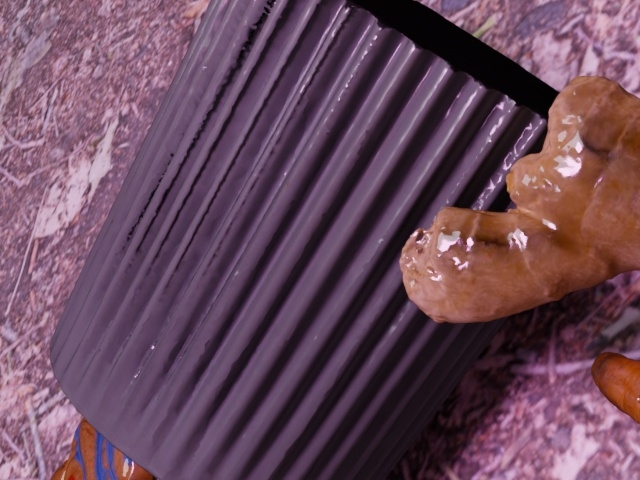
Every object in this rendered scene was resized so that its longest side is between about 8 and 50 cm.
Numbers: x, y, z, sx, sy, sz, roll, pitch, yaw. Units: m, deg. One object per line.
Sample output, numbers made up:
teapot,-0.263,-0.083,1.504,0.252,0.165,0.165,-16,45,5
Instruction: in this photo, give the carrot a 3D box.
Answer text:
carrot,0.219,0.110,0.988,0.061,0.061,0.209,-59,30,5

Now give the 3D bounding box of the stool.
stool,0.000,0.000,1.159,0.330,0.297,0.297,-59,33,13

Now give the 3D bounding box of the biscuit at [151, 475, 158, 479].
biscuit,-0.097,0.153,1.389,0.188,0.040,0.265,-53,34,17

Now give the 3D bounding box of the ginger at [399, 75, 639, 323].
ginger,0.211,-0.016,0.966,0.333,0.081,0.148,4,83,16

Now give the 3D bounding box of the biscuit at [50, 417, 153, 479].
biscuit,-0.203,0.238,1.441,0.280,0.043,0.183,-55,29,22
